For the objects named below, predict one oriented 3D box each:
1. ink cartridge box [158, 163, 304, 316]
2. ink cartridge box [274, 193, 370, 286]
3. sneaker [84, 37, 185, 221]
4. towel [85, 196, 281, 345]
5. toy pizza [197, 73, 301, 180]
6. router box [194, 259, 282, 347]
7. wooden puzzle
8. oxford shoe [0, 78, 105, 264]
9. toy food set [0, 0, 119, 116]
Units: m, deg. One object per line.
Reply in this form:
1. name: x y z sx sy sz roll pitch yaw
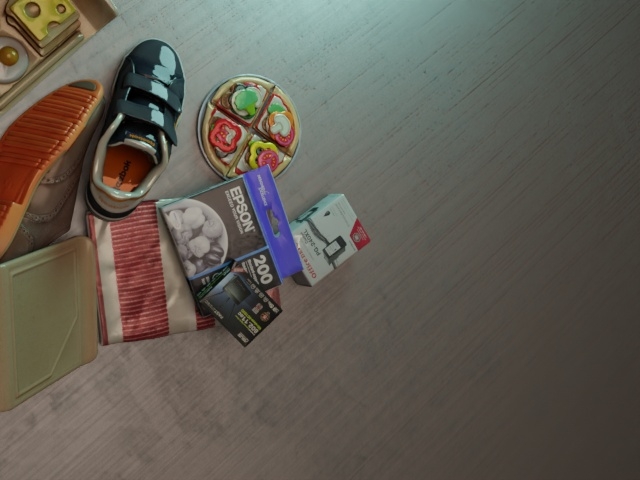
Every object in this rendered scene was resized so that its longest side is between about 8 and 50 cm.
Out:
1. ink cartridge box: -0.144 0.000 1.553 0.208 0.045 0.206 -24 105 -16
2. ink cartridge box: 0.000 0.000 1.669 0.150 0.063 0.109 -38 108 -20
3. sneaker: -0.286 -0.188 1.462 0.126 0.127 0.321 17 76 -19
4. towel: -0.232 0.041 1.571 0.329 0.037 0.237 -9 99 -25
5. toy pizza: -0.121 -0.196 1.616 0.201 0.032 0.201 -1 93 -27
6. router box: -0.137 0.106 1.529 0.092 0.038 0.122 -44 112 -5
7. wooden puzzle: -0.431 0.120 1.392 0.238 0.044 0.221 -28 122 -65
8. oxford shoe: -0.439 -0.093 1.431 0.364 0.130 0.133 -61 146 -18
9. toy food set: -0.489 -0.339 1.386 0.306 0.092 0.220 -47 111 -17
